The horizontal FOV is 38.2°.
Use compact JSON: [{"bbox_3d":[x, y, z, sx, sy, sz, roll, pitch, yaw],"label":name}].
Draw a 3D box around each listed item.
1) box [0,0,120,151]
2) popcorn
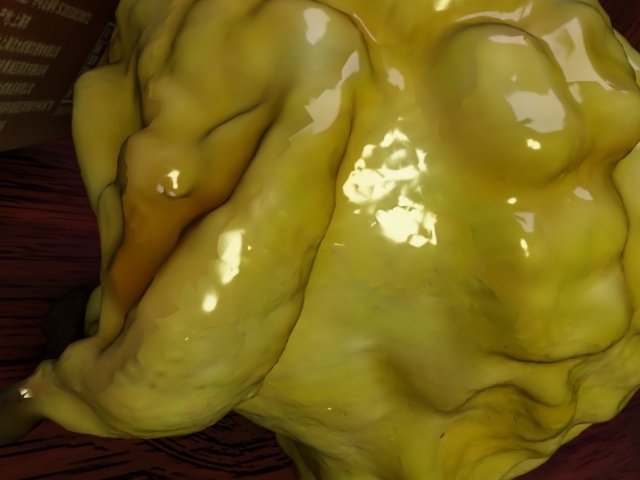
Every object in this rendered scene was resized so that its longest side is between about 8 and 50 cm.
[{"bbox_3d":[-0.279,-0.193,0.502,0.344,0.122,0.385,33,6,-7],"label":"box"},{"bbox_3d":[0.000,0.000,0.483,0.382,0.349,0.349,-27,52,-25],"label":"popcorn"}]
